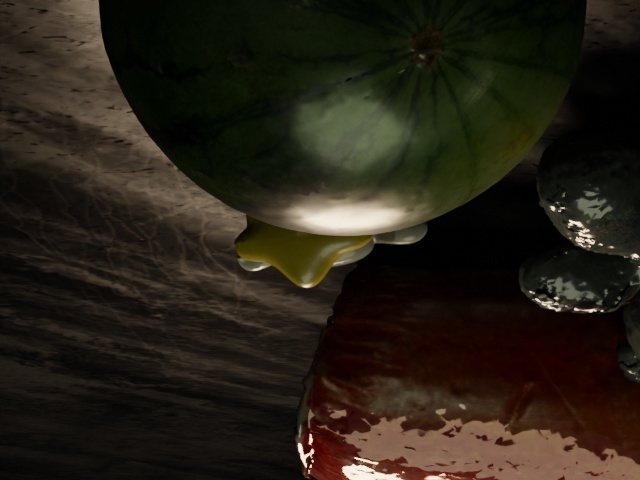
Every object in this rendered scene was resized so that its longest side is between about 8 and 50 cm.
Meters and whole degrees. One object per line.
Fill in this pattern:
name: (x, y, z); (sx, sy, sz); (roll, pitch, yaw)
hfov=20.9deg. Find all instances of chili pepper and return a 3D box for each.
chili pepper: (0.135, 0.112, 1.405); (0.305, 0.229, 0.251); (9, 166, -2)

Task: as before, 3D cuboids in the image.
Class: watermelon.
watermelon: (0.005, -0.097, 0.678); (0.188, 0.188, 0.215); (4, -166, -20)

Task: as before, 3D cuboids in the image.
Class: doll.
doll: (0.007, -0.001, 1.209); (0.135, 0.071, 0.113); (-6, 172, -4)
doll: (0.258, 0.021, 1.146); (0.246, 0.158, 0.340); (-20, 156, 16)
